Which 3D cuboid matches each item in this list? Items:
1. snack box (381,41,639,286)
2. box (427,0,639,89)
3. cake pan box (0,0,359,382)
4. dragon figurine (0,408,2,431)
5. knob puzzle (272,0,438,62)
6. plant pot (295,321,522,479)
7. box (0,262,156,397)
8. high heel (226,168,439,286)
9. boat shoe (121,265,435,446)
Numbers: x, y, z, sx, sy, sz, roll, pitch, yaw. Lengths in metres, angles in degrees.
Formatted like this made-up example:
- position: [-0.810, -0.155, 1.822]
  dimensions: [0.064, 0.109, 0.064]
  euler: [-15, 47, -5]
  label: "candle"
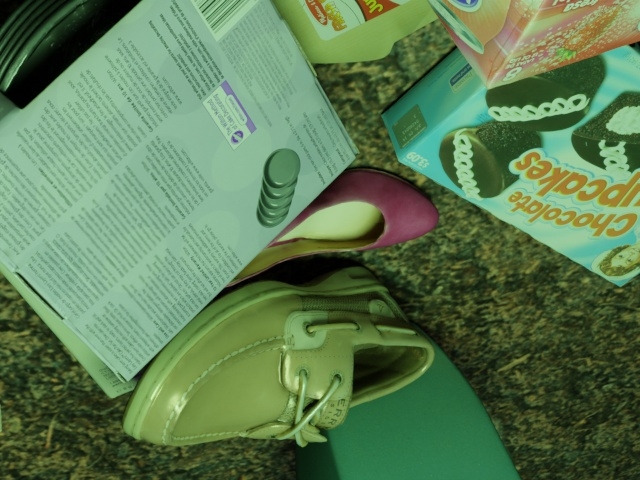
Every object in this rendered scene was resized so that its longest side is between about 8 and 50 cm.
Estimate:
- position: [0.226, -0.083, 1.190]
  dimensions: [0.322, 0.060, 0.187]
  euler: [25, 124, -40]
  label: "snack box"
- position: [0.201, -0.224, 0.868]
  dimensions: [0.300, 0.154, 0.142]
  euler: [-21, 159, -30]
  label: "box"
- position: [-0.117, -0.062, 0.947]
  dimensions: [0.246, 0.070, 0.267]
  euler: [-47, 142, -10]
  label: "cake pan box"
- position: [-0.391, 0.082, 1.115]
  dimensions: [0.144, 0.085, 0.289]
  euler: [-32, 134, 18]
  label: "dragon figurine"
- position: [0.002, -0.201, 0.988]
  dimensions: [0.213, 0.030, 0.213]
  euler: [-7, 135, -7]
  label: "knob puzzle"
- position: [0.063, 0.199, 1.310]
  dimensions: [0.165, 0.234, 0.166]
  euler: [-4, 139, -17]
  label: "plant pot"
- position: [-0.186, -0.001, 1.085]
  dimensions: [0.094, 0.113, 0.275]
  euler: [-23, 141, 4]
  label: "box"
- position: [0.000, 0.000, 1.151]
  dimensions: [0.244, 0.117, 0.082]
  euler: [8, 130, -28]
  label: "high heel"
- position: [-0.019, 0.103, 1.154]
  dimensions: [0.341, 0.110, 0.122]
  euler: [-19, 143, -52]
  label: "boat shoe"
